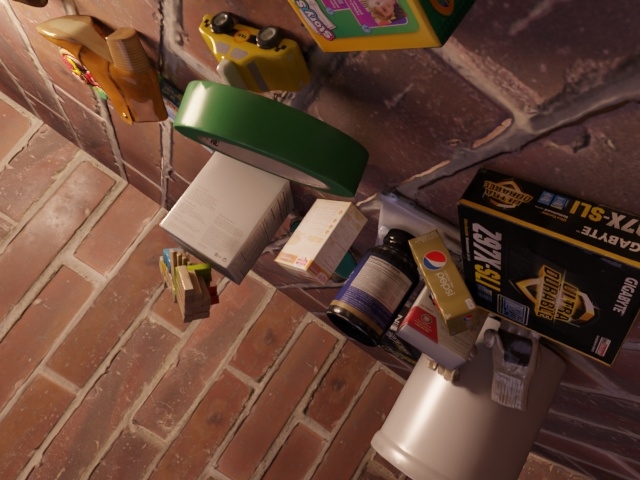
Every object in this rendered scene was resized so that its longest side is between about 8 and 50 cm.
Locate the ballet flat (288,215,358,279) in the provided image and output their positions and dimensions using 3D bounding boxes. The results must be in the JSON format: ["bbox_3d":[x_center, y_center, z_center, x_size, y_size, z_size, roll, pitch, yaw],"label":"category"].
[{"bbox_3d":[0.014,0.011,1.508,0.241,0.091,0.077,42,-165,-12],"label":"ballet flat"}]

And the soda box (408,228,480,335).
[{"bbox_3d":[0.215,0.071,0.957,0.061,0.058,0.181,63,-172,-50],"label":"soda box"}]

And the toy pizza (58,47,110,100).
[{"bbox_3d":[-0.636,-0.450,1.499,0.201,0.032,0.201,32,166,9],"label":"toy pizza"}]

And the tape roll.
[{"bbox_3d":[-0.080,-0.162,0.912,0.321,0.077,0.321,20,179,0],"label":"tape roll"}]

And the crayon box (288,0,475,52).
[{"bbox_3d":[0.005,-0.296,0.474,0.165,0.081,0.278,19,160,47],"label":"crayon box"}]

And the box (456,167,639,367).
[{"bbox_3d":[0.345,0.049,0.817,0.257,0.079,0.322,27,160,29],"label":"box"}]

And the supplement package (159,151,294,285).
[{"bbox_3d":[-0.223,-0.063,1.374,0.199,0.263,0.198,32,166,10],"label":"supplement package"}]

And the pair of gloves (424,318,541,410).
[{"bbox_3d":[0.323,0.219,1.114,0.240,0.204,0.042,20,-161,33],"label":"pair of gloves"}]

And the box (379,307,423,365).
[{"bbox_3d":[0.294,0.334,1.871,0.318,0.097,0.395,18,159,39],"label":"box"}]

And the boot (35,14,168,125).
[{"bbox_3d":[-0.470,-0.361,1.179,0.295,0.104,0.211,20,140,24],"label":"boot"}]

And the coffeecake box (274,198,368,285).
[{"bbox_3d":[0.000,0.000,1.245,0.068,0.185,0.142,43,164,-31],"label":"coffeecake box"}]

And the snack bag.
[{"bbox_3d":[0.255,0.043,1.126,0.323,0.037,0.342,31,165,13],"label":"snack bag"}]

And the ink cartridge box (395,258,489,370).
[{"bbox_3d":[0.241,0.132,1.026,0.127,0.175,0.072,32,151,7],"label":"ink cartridge box"}]

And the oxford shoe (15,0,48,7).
[{"bbox_3d":[-0.677,-0.557,1.142,0.227,0.083,0.096,35,170,0],"label":"oxford shoe"}]

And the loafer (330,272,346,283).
[{"bbox_3d":[0.042,0.093,1.719,0.061,0.062,0.170,45,162,-21],"label":"loafer"}]

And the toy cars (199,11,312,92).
[{"bbox_3d":[-0.194,-0.329,0.798,0.393,0.087,0.176,38,165,-13],"label":"toy cars"}]

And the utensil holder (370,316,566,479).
[{"bbox_3d":[0.353,0.394,1.286,0.327,0.386,0.327,30,172,5],"label":"utensil holder"}]

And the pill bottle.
[{"bbox_3d":[0.118,0.089,1.074,0.122,0.219,0.123,32,162,12],"label":"pill bottle"}]

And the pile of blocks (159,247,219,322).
[{"bbox_3d":[-0.328,0.082,1.393,0.112,0.149,0.362,-7,-164,-25],"label":"pile of blocks"}]

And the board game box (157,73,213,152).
[{"bbox_3d":[-0.318,-0.296,1.289,0.201,0.035,0.136,38,165,-13],"label":"board game box"}]
